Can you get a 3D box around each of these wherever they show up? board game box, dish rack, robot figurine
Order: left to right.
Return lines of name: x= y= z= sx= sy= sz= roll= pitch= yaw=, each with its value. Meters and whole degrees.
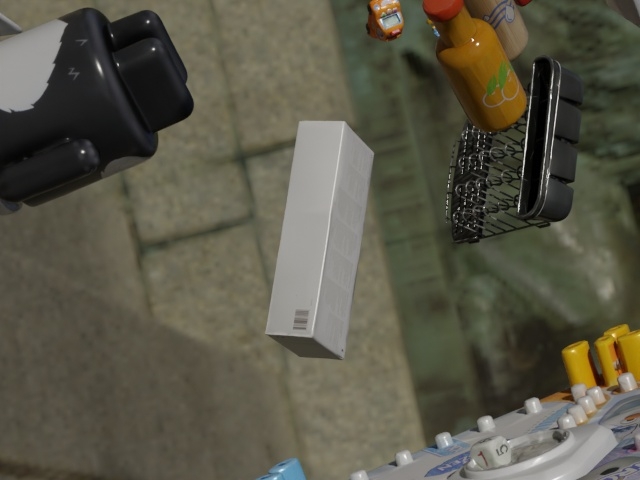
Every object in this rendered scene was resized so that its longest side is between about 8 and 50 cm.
robot figurine: x=-0.275 y=-0.135 z=1.664 sx=0.209 sy=0.278 sz=0.173 roll=-15 pitch=83 yaw=-85
dish rack: x=0.232 y=-0.103 z=2.079 sx=0.074 sy=0.271 sz=0.208 roll=16 pitch=74 yaw=-27
board game box: x=0.142 y=0.153 z=1.171 sx=0.390 sy=0.390 sz=0.050 roll=175 pitch=-105 yaw=-75

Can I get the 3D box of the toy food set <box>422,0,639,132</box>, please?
toy food set: x=0.154 y=-0.188 z=1.028 sx=0.111 sy=0.232 sz=0.104 roll=48 pitch=-6 yaw=46

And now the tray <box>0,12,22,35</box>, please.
tray: x=-0.367 y=-0.202 z=1.212 sx=0.030 sy=0.270 sz=0.145 roll=-69 pitch=159 yaw=-6

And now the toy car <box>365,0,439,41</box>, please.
toy car: x=0.105 y=-0.244 z=1.792 sx=0.040 sy=0.122 sz=0.060 roll=59 pitch=-36 yaw=29

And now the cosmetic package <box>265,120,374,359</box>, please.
cosmetic package: x=0.000 y=0.000 z=1.743 sx=0.099 sy=0.060 sz=0.239 roll=40 pitch=56 yaw=-60
